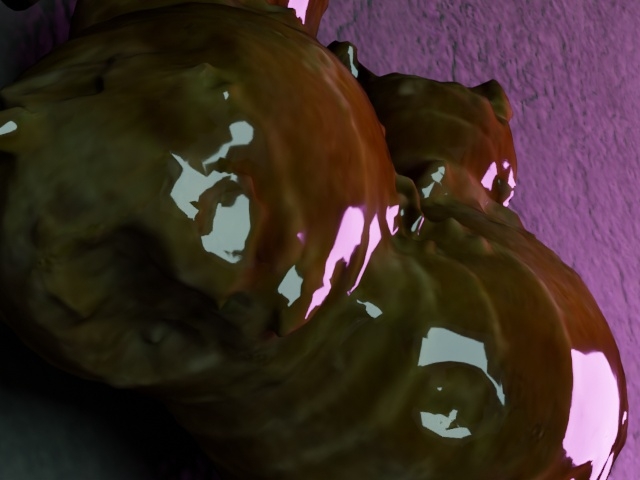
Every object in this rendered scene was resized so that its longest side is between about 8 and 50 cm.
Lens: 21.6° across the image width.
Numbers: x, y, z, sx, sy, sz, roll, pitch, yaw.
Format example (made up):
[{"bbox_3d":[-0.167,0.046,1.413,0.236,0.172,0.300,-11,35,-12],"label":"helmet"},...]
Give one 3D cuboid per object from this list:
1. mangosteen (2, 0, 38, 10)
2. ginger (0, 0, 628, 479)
[{"bbox_3d":[-0.175,-0.177,0.525,0.287,0.233,0.288,29,43,-31],"label":"mangosteen"},{"bbox_3d":[0.006,0.009,0.701,0.357,0.152,0.274,41,23,-28],"label":"ginger"}]
